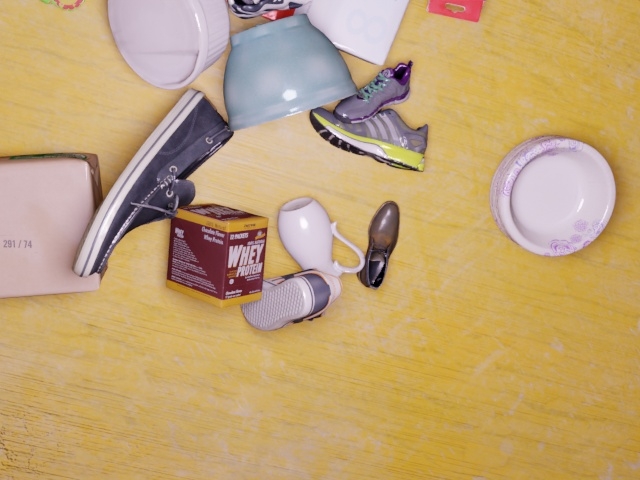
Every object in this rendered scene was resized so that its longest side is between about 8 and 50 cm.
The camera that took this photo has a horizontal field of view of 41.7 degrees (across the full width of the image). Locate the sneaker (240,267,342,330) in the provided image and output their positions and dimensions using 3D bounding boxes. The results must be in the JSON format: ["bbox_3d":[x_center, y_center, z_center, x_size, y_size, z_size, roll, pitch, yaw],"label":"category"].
[{"bbox_3d":[-0.068,0.137,1.946,0.128,0.321,0.126,-12,91,-33],"label":"sneaker"}]

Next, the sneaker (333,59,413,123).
[{"bbox_3d":[0.118,-0.343,1.902,0.224,0.083,0.098,-31,148,-33],"label":"sneaker"}]

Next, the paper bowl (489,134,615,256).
[{"bbox_3d":[0.548,-0.112,2.025,0.285,0.148,0.284,-2,102,-8],"label":"paper bowl"}]

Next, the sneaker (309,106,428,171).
[{"bbox_3d":[0.117,-0.259,1.969,0.300,0.111,0.121,19,85,-14],"label":"sneaker"}]

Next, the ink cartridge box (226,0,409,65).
[{"bbox_3d":[0.020,-0.604,1.872,0.385,0.091,0.308,20,99,-13],"label":"ink cartridge box"}]

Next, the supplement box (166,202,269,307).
[{"bbox_3d":[-0.235,0.029,1.914,0.129,0.191,0.194,-9,109,-49],"label":"supplement box"}]

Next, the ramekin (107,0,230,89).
[{"bbox_3d":[-0.312,-0.467,1.783,0.273,0.127,0.272,19,126,29],"label":"ramekin"}]

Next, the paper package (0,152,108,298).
[{"bbox_3d":[-0.655,-0.035,1.874,0.325,0.168,0.309,-3,103,-6],"label":"paper package"}]

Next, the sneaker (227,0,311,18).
[{"bbox_3d":[-0.095,-0.541,1.791,0.235,0.153,0.094,-11,99,9],"label":"sneaker"}]

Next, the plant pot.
[{"bbox_3d":[-0.085,-0.371,1.813,0.293,0.293,0.196,-18,101,-3],"label":"plant pot"}]

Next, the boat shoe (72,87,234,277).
[{"bbox_3d":[-0.351,-0.112,1.803,0.156,0.187,0.500,38,62,-11],"label":"boat shoe"}]

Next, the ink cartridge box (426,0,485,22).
[{"bbox_3d":[0.317,-0.622,1.913,0.134,0.078,0.230,10,101,-9],"label":"ink cartridge box"}]

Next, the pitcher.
[{"bbox_3d":[0.000,0.000,1.986,0.178,0.125,0.207,-15,111,10],"label":"pitcher"}]

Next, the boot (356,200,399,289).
[{"bbox_3d":[0.152,0.017,2.023,0.082,0.106,0.219,14,101,-11],"label":"boot"}]

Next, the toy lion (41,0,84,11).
[{"bbox_3d":[-0.570,-0.545,1.839,0.100,0.034,0.096,-20,112,-2],"label":"toy lion"}]
